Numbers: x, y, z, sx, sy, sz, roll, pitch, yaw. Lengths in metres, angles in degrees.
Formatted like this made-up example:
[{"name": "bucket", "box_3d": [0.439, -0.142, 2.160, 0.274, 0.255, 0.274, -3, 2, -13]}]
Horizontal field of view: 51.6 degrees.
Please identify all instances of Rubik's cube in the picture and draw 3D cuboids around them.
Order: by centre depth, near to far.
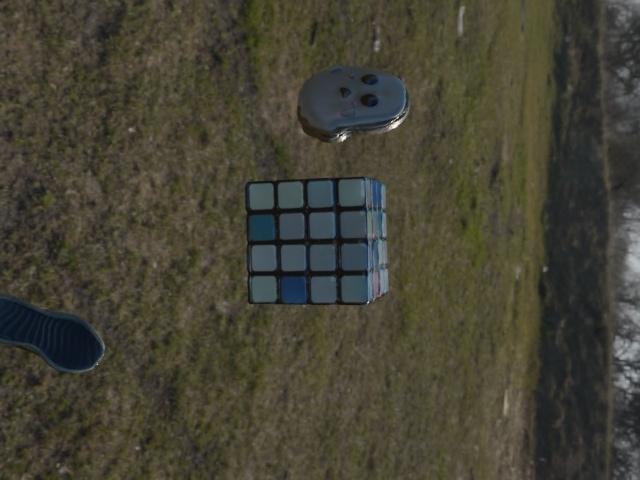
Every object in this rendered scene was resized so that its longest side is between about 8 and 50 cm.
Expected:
[{"name": "Rubik's cube", "box_3d": [0.000, 0.000, 0.848, 0.151, 0.154, 0.155, 0, 88, -76]}]

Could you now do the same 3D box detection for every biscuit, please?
[{"name": "biscuit", "box_3d": [0.058, -0.256, 1.191, 0.049, 0.208, 0.181, 84, -6, -51]}]

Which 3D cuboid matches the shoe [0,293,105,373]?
[{"name": "shoe", "box_3d": [-0.504, 0.165, 1.199, 0.227, 0.112, 0.099, 28, 76, -22]}]
